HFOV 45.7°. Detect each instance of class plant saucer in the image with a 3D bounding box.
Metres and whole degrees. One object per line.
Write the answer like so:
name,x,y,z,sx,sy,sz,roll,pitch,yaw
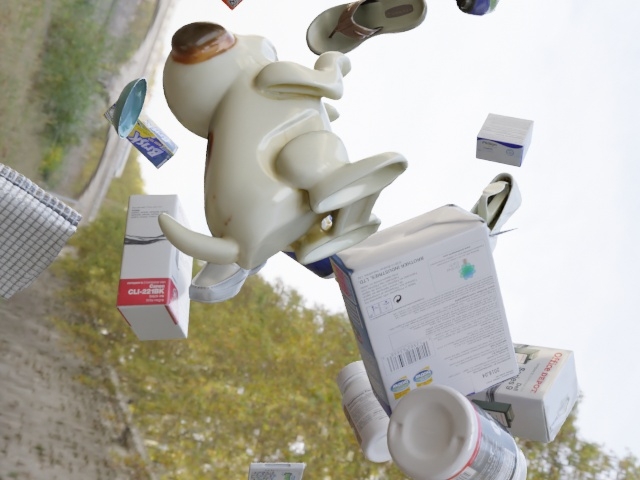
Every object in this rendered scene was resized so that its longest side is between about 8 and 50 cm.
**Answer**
plant saucer,-0.350,-0.244,1.386,0.119,0.021,0.119,-158,-90,-90

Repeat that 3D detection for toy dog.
toy dog,-0.110,-0.166,1.252,0.408,0.395,0.284,61,-10,20

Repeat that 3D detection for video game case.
video game case,-0.123,0.636,2.035,0.157,0.143,0.019,102,-13,-49

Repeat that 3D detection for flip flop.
flip flop,0.098,-0.483,1.663,0.080,0.277,0.112,15,63,-81

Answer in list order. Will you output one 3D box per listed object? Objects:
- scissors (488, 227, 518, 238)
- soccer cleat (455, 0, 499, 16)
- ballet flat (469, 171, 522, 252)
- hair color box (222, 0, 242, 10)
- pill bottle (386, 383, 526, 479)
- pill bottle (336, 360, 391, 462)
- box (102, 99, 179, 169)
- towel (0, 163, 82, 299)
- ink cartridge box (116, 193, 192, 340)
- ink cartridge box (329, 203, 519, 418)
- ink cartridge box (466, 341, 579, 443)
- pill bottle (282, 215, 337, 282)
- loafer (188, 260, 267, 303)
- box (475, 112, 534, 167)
scissors,0.386,0.000,1.867,0.109,0.297,0.021,-50,-117,29
soccer cleat,0.372,-0.600,1.569,0.093,0.121,0.289,60,-37,37
ballet flat,0.437,-0.051,2.091,0.400,0.139,0.139,-49,-174,-34
hair color box,-0.172,-0.436,1.193,0.043,0.141,0.072,-35,-151,29
pill bottle,0.248,0.368,1.329,0.161,0.283,0.161,-18,-126,27
pill bottle,0.124,0.410,1.850,0.131,0.131,0.229,-60,-144,26
box,-0.397,-0.241,1.688,0.059,0.169,0.054,-37,-160,18
towel,-0.737,-0.019,1.790,0.283,0.235,0.121,-42,-153,22
ink cartridge box,-0.358,0.059,1.680,0.197,0.114,0.273,84,3,-62
ink cartridge box,0.204,0.166,1.439,0.151,0.270,0.396,-130,-160,-68
ink cartridge box,0.425,0.336,1.767,0.289,0.122,0.211,3,-152,37
pill bottle,0.000,0.000,1.839,0.153,0.264,0.153,-42,-152,28
loafer,-0.214,0.052,1.782,0.319,0.112,0.111,-48,144,-62
box,0.492,-0.270,2.030,0.137,0.126,0.072,-55,151,-44
